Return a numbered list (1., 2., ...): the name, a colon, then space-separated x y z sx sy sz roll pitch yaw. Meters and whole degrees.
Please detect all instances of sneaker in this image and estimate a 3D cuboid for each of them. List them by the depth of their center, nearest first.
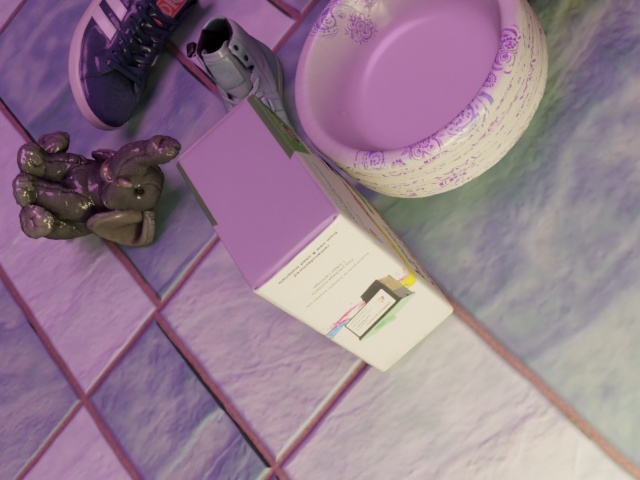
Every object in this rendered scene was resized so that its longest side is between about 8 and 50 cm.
1. sneaker: -0.104 -0.171 1.338 0.094 0.151 0.256 -25 59 21
2. sneaker: -0.256 -0.329 1.522 0.148 0.131 0.350 -2 69 38

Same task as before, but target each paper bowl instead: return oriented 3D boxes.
1. paper bowl: 0.123 -0.184 1.193 0.284 0.148 0.284 -14 63 29

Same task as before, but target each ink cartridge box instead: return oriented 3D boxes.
1. ink cartridge box: 0.000 0.000 1.113 0.117 0.278 0.201 -41 53 8

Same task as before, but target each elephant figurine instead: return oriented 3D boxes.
1. elephant figurine: -0.285 -0.067 1.424 0.239 0.186 0.170 -2 104 7
